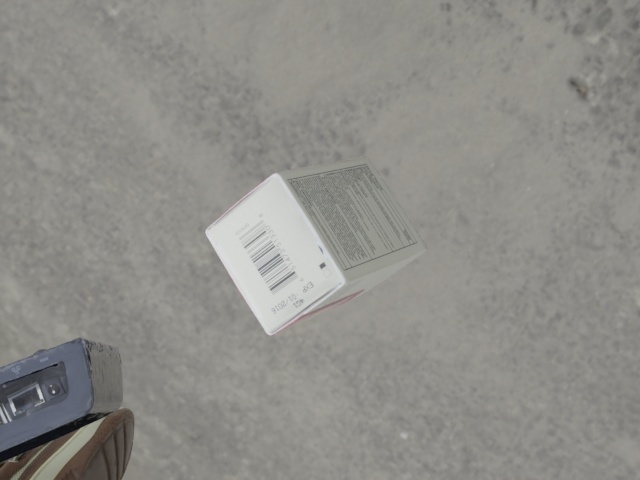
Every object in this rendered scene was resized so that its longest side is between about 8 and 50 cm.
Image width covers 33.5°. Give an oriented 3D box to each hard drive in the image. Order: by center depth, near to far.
[{"bbox_3d":[-0.257,0.134,0.704,0.172,0.254,0.054,107,142,-82],"label":"hard drive"}]

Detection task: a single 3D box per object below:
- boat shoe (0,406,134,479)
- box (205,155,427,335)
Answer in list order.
[{"bbox_3d":[-0.246,0.207,0.929,0.095,0.257,0.095,11,106,10],"label":"boat shoe"},{"bbox_3d":[0.000,0.000,1.267,0.126,0.232,0.149,-37,80,28],"label":"box"}]
